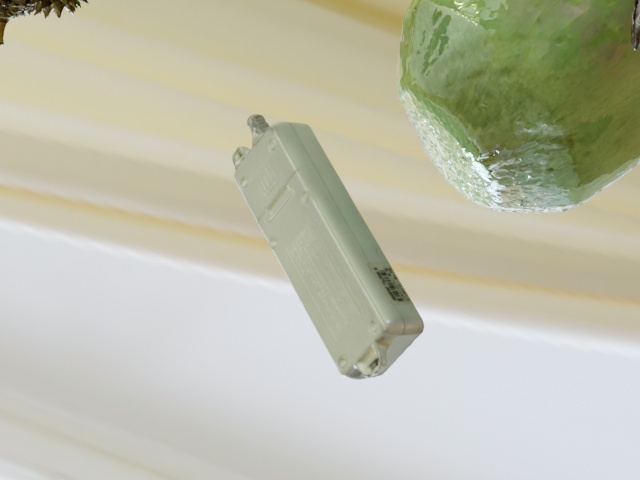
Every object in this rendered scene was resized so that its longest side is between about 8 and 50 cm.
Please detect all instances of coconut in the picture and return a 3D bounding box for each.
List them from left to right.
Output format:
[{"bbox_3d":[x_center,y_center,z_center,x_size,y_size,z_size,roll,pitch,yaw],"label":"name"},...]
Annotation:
[{"bbox_3d":[0.246,-0.192,1.726,0.328,0.328,0.281,-69,20,-2],"label":"coconut"}]

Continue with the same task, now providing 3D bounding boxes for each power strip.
[{"bbox_3d":[0.000,0.000,1.741,0.058,0.338,0.098,-2,-37,-42],"label":"power strip"}]

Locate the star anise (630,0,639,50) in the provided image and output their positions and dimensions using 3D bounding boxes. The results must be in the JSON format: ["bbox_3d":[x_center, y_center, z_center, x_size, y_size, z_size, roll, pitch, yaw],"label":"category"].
[{"bbox_3d":[0.340,-0.286,1.469,0.272,0.102,0.272,-34,-34,-27],"label":"star anise"}]

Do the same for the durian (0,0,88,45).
[{"bbox_3d":[-0.285,-0.279,1.666,0.146,0.102,0.208,18,-67,-45],"label":"durian"}]
